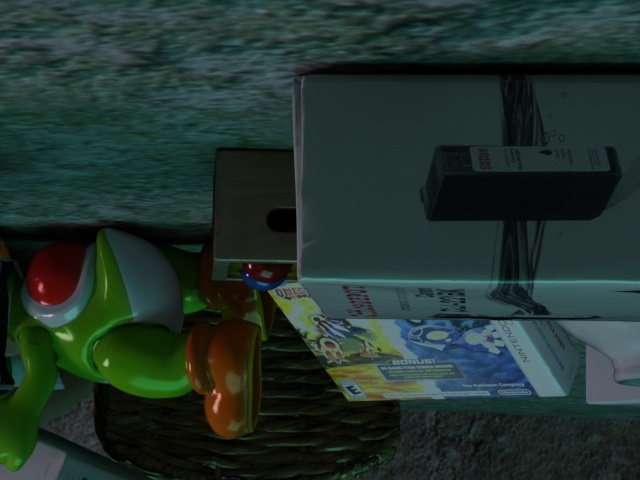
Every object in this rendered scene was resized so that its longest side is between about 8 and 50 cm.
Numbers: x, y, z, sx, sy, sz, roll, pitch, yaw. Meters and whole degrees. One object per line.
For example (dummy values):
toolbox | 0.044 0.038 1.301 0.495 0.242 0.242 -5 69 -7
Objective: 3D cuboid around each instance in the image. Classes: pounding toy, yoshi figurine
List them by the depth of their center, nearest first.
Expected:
pounding toy | 0.000 0.000 1.236 0.141 0.100 0.130 2 172 -4
yoshi figurine | -0.224 0.091 1.597 0.362 0.203 0.203 3 178 4

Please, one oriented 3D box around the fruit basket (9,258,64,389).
fruit basket | -0.428 0.085 1.822 0.327 0.165 0.353 -4 152 -1

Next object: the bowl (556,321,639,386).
bowl | 0.276 0.033 1.320 0.297 0.134 0.298 0 171 0

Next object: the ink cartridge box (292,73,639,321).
ink cartridge box | 0.126 -0.018 1.048 0.272 0.114 0.197 1 172 5

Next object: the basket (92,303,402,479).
basket | -0.077 0.154 1.904 0.299 0.214 0.223 3 171 -10

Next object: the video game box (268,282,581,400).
video game box | 0.070 0.050 1.452 0.205 0.048 0.187 -5 134 34

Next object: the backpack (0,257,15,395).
backpack | -0.347 0.038 1.232 0.225 0.191 0.253 -9 174 39

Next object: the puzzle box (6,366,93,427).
puzzle box | -0.374 0.182 2.196 0.272 0.052 0.409 -33 -171 -27

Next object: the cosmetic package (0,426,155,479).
cosmetic package | -0.269 0.242 1.734 0.224 0.138 0.224 18 170 34

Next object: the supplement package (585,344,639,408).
supplement package | 0.350 0.078 1.601 0.244 0.134 0.139 10 168 -44
